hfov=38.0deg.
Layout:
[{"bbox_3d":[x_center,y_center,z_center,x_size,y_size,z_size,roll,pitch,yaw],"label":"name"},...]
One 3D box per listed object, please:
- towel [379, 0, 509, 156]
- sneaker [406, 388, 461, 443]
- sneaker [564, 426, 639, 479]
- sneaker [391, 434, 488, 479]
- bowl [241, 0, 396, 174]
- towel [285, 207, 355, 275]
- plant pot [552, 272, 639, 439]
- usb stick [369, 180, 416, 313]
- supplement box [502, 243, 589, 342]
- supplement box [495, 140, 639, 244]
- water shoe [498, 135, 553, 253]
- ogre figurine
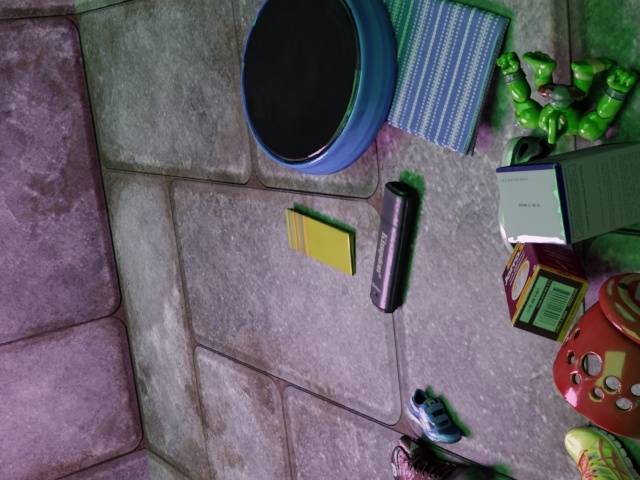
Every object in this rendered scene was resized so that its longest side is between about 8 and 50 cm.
[{"bbox_3d":[0.180,-0.310,1.643,0.336,0.040,0.243,33,117,45],"label":"towel"},{"bbox_3d":[0.222,0.347,1.831,0.144,0.053,0.059,36,128,44],"label":"sneaker"},{"bbox_3d":[0.441,0.372,1.460,0.208,0.094,0.081,-128,37,-50],"label":"sneaker"},{"bbox_3d":[0.211,0.454,1.844,0.281,0.107,0.162,-49,58,53],"label":"sneaker"},{"bbox_3d":[-0.019,-0.323,1.785,0.391,0.077,0.390,2,93,49],"label":"bowl"},{"bbox_3d":[0.000,0.000,2.067,0.237,0.021,0.102,23,126,50],"label":"towel"},{"bbox_3d":[0.444,0.155,1.299,0.191,0.191,0.174,46,134,37],"label":"plant pot"},{"bbox_3d":[0.140,0.015,1.834,0.077,0.045,0.277,37,131,43],"label":"usb stick"},{"bbox_3d":[0.338,0.061,1.411,0.188,0.081,0.104,-74,3,-69],"label":"supplement box"},{"bbox_3d":[0.368,-0.069,1.299,0.111,0.220,0.113,2,105,57],"label":"supplement box"},{"bbox_3d":[0.334,-0.065,1.488,0.080,0.073,0.203,11,111,52],"label":"water shoe"},{"bbox_3d":[0.355,-0.211,1.370,0.197,0.097,0.118,5,119,10],"label":"ogre figurine"}]
